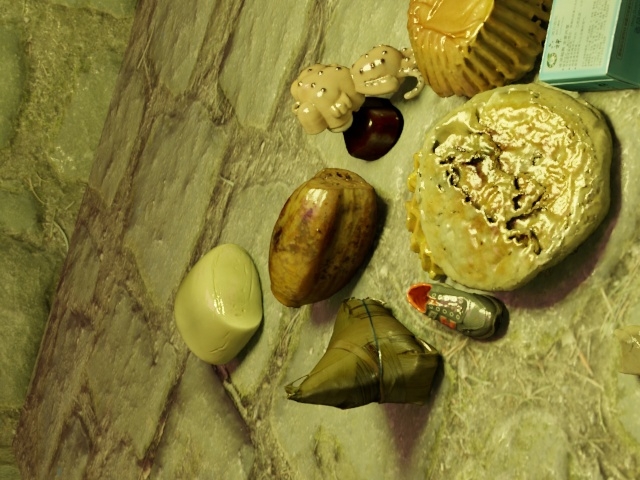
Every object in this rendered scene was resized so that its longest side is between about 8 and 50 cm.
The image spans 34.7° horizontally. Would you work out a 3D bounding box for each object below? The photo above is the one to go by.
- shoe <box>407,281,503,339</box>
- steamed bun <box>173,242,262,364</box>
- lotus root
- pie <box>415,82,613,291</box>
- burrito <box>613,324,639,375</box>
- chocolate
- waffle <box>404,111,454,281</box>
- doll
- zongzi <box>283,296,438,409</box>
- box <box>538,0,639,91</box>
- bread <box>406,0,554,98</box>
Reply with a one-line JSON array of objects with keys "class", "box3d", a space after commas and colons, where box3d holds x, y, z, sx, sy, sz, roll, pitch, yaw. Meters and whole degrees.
[{"class": "shoe", "box3d": [0.211, 0.109, 1.644, 0.194, 0.077, 0.074, 20, 97, 61]}, {"class": "steamed bun", "box3d": [-0.235, 0.137, 2.325, 0.200, 0.154, 0.250, -50, 43, 41]}, {"class": "lotus root", "box3d": [-0.007, -0.005, 1.967, 0.291, 0.193, 0.193, -68, 31, 25]}, {"class": "pie", "box3d": [0.278, -0.080, 1.528, 0.339, 0.077, 0.339, -11, 74, 42]}, {"class": "burrito", "box3d": [0.445, 0.130, 1.250, 0.226, 0.060, 0.087, -14, 73, 57]}, {"class": "chocolate", "box3d": [0.083, -0.220, 1.981, 0.125, 0.080, 0.149, -64, 34, 22]}, {"class": "waffle", "box3d": [0.228, -0.086, 1.700, 0.283, 0.065, 0.309, -35, 52, 51]}, {"class": "doll", "box3d": [0.074, -0.288, 1.892, 0.278, 0.119, 0.154, -16, 43, 19]}, {"class": "zongzi", "box3d": [0.023, 0.188, 1.732, 0.260, 0.289, 0.123, -135, 48, -55]}, {"class": "box", "box3d": [0.405, -0.334, 1.463, 0.142, 0.083, 0.232, 9, 90, 60]}, {"class": "bread", "box3d": [0.247, -0.362, 1.681, 0.274, 0.149, 0.274, -29, 51, 43]}]
